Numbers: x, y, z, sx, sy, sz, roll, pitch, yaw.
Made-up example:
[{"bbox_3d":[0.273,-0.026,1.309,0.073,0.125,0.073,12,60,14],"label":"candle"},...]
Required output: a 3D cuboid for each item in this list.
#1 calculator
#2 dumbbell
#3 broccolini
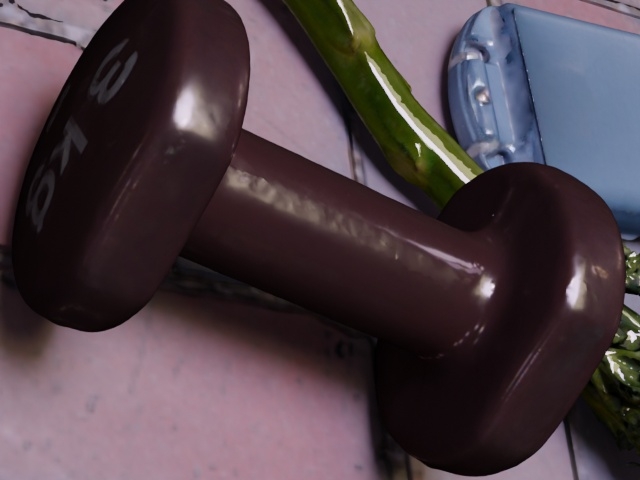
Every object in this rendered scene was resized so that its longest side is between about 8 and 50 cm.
[{"bbox_3d":[0.156,-0.059,0.870,0.210,0.039,0.121,6,66,-36],"label":"calculator"},{"bbox_3d":[0.000,0.000,0.650,0.225,0.140,0.124,23,16,-26],"label":"dumbbell"},{"bbox_3d":[0.077,-0.047,0.770,0.074,0.079,0.392,-37,93,-25],"label":"broccolini"}]
